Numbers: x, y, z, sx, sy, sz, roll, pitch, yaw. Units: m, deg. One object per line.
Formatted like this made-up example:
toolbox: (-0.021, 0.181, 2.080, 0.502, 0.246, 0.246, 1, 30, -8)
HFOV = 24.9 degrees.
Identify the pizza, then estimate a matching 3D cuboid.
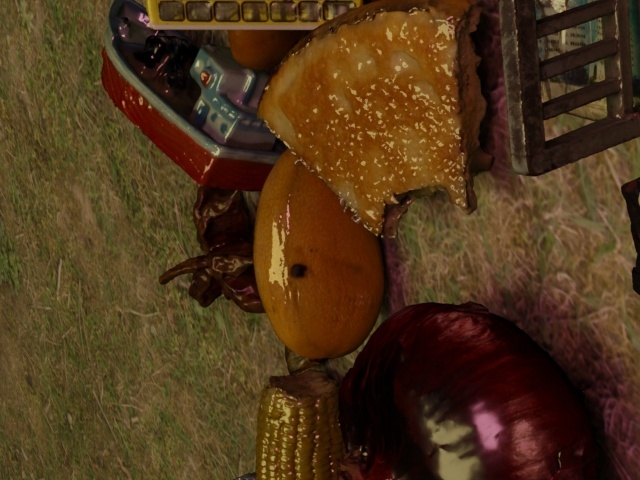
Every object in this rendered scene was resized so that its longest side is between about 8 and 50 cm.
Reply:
pizza: (0.073, -0.121, 1.401, 0.323, 0.089, 0.223, -19, 102, 53)

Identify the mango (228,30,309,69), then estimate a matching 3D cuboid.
mango: (-0.051, -0.238, 1.561, 0.084, 0.105, 0.159, 26, 146, 20)

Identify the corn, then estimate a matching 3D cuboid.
corn: (-0.013, 0.322, 1.782, 0.131, 0.131, 0.345, 21, 121, 54)

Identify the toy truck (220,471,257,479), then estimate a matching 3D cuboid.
toy truck: (-0.087, 0.344, 1.928, 0.177, 0.115, 0.080, -29, 80, 58)

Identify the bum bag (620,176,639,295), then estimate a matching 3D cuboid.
bum bag: (0.277, 0.002, 1.192, 0.058, 0.034, 0.124, 9, 115, 43)

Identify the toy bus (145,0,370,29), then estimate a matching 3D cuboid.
toy bus: (-0.062, -0.251, 1.447, 0.081, 0.226, 0.074, -72, -19, -65)

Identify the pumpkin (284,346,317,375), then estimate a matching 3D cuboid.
pumpkin: (-0.015, 0.119, 1.767, 0.101, 0.035, 0.073, 141, 120, -62)

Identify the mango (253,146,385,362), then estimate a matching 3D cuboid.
mango: (-0.003, 0.001, 1.559, 0.109, 0.157, 0.262, 1, 93, 52)

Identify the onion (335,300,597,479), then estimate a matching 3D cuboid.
onion: (0.127, 0.207, 1.361, 0.314, 0.232, 0.314, 37, 136, 48)

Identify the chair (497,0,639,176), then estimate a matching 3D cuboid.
chair: (0.191, -0.148, 1.013, 0.147, 0.270, 0.136, 19, 123, 54)

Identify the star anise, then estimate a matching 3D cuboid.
star anise: (-0.120, 0.017, 1.823, 0.196, 0.111, 0.212, 32, 126, 40)

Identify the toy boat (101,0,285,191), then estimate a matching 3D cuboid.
toy boat: (-0.163, -0.198, 1.739, 0.332, 0.145, 0.133, 44, 118, 37)
